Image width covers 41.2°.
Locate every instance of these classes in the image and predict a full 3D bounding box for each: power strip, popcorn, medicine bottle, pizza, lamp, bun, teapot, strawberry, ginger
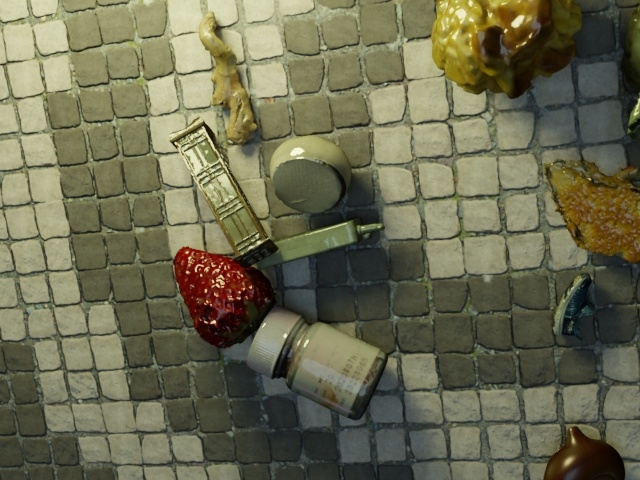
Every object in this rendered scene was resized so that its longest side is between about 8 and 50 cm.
[{"bbox_3d":[0.000,0.000,1.814,0.288,0.093,0.053,-16,93,17],"label":"power strip"},{"bbox_3d":[0.324,-0.404,1.594,0.332,0.225,0.265,43,97,26],"label":"popcorn"},{"bbox_3d":[-0.006,0.261,1.832,0.273,0.165,0.165,23,106,9],"label":"medicine bottle"},{"bbox_3d":[0.566,-0.064,1.666,0.297,0.071,0.189,21,118,13],"label":"pizza"},{"bbox_3d":[-0.206,-0.101,1.794,0.090,0.089,0.325,-31,74,1],"label":"lamp"},{"bbox_3d":[-0.017,-0.152,1.773,0.173,0.120,0.172,8,138,8],"label":"bun"},{"bbox_3d":[0.536,0.499,1.769,0.178,0.135,0.252,-12,119,-12],"label":"teapot"},{"bbox_3d":[-0.230,0.110,1.853,0.244,0.205,0.205,40,108,16],"label":"strawberry"},{"bbox_3d":[-0.207,-0.345,1.817,0.089,0.075,0.288,-15,101,22],"label":"ginger"}]

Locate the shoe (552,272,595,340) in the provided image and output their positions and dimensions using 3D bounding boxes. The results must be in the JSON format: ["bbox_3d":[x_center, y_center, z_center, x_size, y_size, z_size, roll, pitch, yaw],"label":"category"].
[{"bbox_3d":[0.520,0.134,1.721,0.071,0.064,0.142,19,108,11],"label":"shoe"}]

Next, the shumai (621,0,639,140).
[{"bbox_3d":[0.620,-0.328,1.432,0.292,0.288,0.330,31,136,33],"label":"shumai"}]
